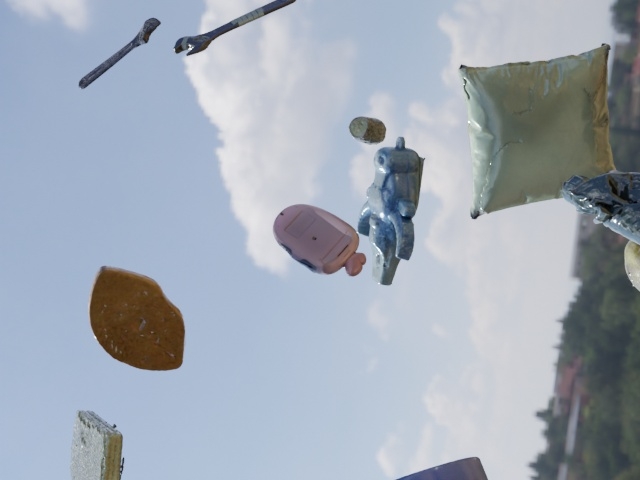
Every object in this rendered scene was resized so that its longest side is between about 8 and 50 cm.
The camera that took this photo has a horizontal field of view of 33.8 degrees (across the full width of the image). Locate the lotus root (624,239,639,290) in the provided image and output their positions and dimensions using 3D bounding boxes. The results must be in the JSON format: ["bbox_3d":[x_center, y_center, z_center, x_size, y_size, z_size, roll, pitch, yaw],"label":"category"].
[{"bbox_3d":[0.688,0.068,1.986,0.278,0.154,0.154,34,126,55],"label":"lotus root"}]

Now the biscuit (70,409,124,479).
[{"bbox_3d":[-0.355,0.342,1.663,0.199,0.041,0.121,4,88,64],"label":"biscuit"}]

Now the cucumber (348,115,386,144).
[{"bbox_3d":[0.103,-0.242,2.331,0.112,0.064,0.064,-8,-75,-66],"label":"cucumber"}]

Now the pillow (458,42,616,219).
[{"bbox_3d":[0.432,-0.214,2.083,0.119,0.310,0.312,-107,8,-77],"label":"pillow"}]

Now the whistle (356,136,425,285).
[{"bbox_3d":[0.125,-0.051,1.864,0.180,0.093,0.269,-148,65,-63],"label":"whistle"}]

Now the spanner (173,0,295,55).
[{"bbox_3d":[-0.191,-0.496,2.427,0.087,0.316,0.024,45,158,54],"label":"spanner"}]

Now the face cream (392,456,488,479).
[{"bbox_3d":[0.189,0.506,1.766,0.249,0.249,0.225,50,-161,-72],"label":"face cream"}]

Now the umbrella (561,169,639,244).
[{"bbox_3d":[0.433,-0.031,1.368,0.094,0.143,0.349,-60,27,7],"label":"umbrella"}]

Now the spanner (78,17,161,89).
[{"bbox_3d":[-0.373,-0.345,1.950,0.012,0.208,0.046,36,-151,-44],"label":"spanner"}]

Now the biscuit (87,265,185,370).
[{"bbox_3d":[-0.307,0.136,1.751,0.220,0.142,0.029,51,-176,-22],"label":"biscuit"}]

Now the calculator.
[{"bbox_3d":[0.000,0.000,1.653,0.103,0.166,0.024,-48,-21,-26],"label":"calculator"}]
